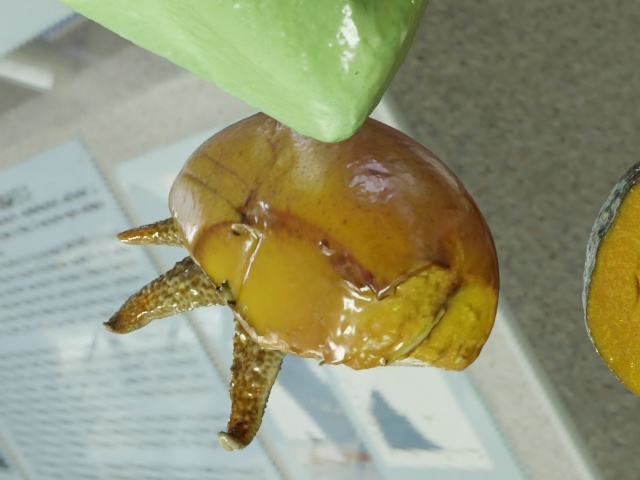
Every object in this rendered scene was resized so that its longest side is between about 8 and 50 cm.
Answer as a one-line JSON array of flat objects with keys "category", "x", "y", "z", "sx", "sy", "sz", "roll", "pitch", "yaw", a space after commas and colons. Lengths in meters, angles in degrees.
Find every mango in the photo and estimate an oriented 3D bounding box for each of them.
[{"category": "mango", "x": 0.000, "y": 0.000, "z": 1.318, "sx": 0.350, "sy": 0.199, "sz": 0.201, "roll": 34, "pitch": 149, "yaw": 51}]

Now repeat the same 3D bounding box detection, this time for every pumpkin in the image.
[{"category": "pumpkin", "x": 0.312, "y": 0.016, "z": 1.720, "sx": 0.163, "sy": 0.111, "sz": 0.279, "roll": 170, "pitch": 119, "yaw": -77}]

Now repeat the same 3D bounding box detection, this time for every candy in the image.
[{"category": "candy", "x": -0.099, "y": -0.191, "z": 0.961, "sx": 0.132, "sy": 0.343, "sz": 0.142, "roll": -59, "pitch": 3, "yaw": 40}]

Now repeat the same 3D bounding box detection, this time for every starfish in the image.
[{"category": "starfish", "x": -0.034, "y": 0.031, "z": 1.562, "sx": 0.375, "sy": 0.094, "sz": 0.327, "roll": 31, "pitch": 62, "yaw": 36}]
